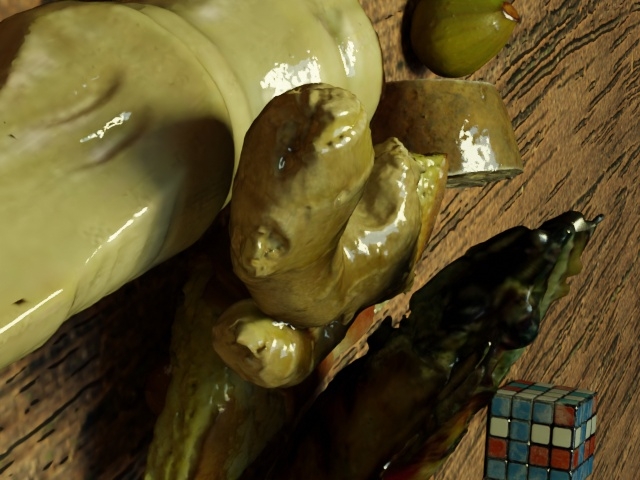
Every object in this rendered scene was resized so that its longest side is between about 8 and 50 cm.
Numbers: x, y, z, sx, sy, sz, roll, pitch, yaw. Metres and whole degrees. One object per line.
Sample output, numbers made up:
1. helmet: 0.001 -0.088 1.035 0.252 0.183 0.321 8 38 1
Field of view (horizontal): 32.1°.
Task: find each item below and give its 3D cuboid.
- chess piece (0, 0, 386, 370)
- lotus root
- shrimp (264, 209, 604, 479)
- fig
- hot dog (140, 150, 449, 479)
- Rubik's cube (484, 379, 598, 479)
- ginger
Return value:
1. chess piece: -0.096 -0.036 0.448 0.301 0.137 0.137 -41 130 -52
2. lotus root: 0.088 -0.073 0.815 0.122 0.112 0.081 0 89 -61
3. shrimp: 0.054 0.068 0.629 0.233 0.071 0.365 -52 177 -43
4. fig: 0.115 -0.169 0.880 0.074 0.088 0.074 26 57 -49
5. hot dog: -0.028 0.032 0.618 0.261 0.093 0.123 -46 155 -35
6. Rubik's cube: 0.231 0.201 1.157 0.092 0.092 0.092 -6 101 -62
7. ginger: 0.006 -0.009 0.481 0.133 0.059 0.214 -42 157 -25
